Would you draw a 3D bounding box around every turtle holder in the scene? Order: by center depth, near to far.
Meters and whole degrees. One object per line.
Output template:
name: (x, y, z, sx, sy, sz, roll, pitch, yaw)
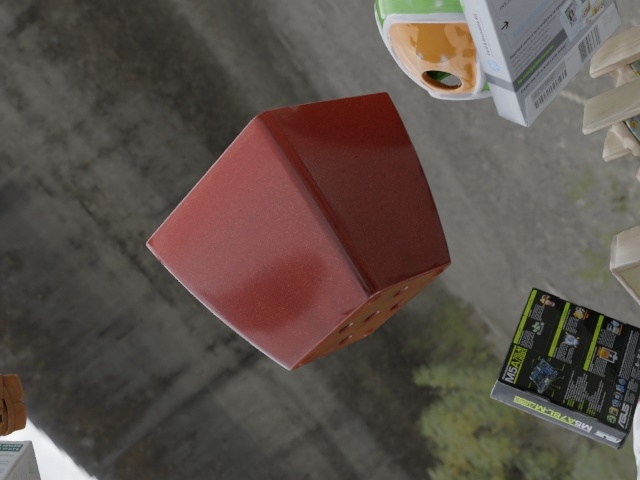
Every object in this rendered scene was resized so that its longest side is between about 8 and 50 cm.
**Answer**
turtle holder: (0.197, -0.330, 1.558, 0.320, 0.243, 0.227, -78, -21, -63)

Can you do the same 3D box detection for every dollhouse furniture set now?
dollhouse furniture set: (0.584, -0.095, 1.669, 0.362, 0.256, 0.394, 44, -136, -28)

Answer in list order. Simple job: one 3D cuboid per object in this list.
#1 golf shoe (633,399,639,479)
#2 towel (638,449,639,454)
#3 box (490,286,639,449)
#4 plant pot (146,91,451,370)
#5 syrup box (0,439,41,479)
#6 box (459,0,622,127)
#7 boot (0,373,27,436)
golf shoe: (0.548, 0.384, 1.808, 0.140, 0.115, 0.306, 24, -128, -52)
towel: (0.443, 0.205, 1.328, 0.110, 0.148, 0.027, 14, -150, -37)
box: (0.344, 0.169, 1.563, 0.184, 0.190, 0.045, 19, 137, 11)
plant pot: (0.000, 0.000, 1.424, 0.267, 0.267, 0.236, -18, -112, -51)
syrup box: (-0.395, 0.323, 1.272, 0.237, 0.093, 0.096, -69, -25, -65)
box: (0.185, -0.210, 0.973, 0.038, 0.145, 0.186, 29, 159, 39)
boot: (-0.514, 0.295, 1.743, 0.073, 0.197, 0.152, 0, 179, 37)
